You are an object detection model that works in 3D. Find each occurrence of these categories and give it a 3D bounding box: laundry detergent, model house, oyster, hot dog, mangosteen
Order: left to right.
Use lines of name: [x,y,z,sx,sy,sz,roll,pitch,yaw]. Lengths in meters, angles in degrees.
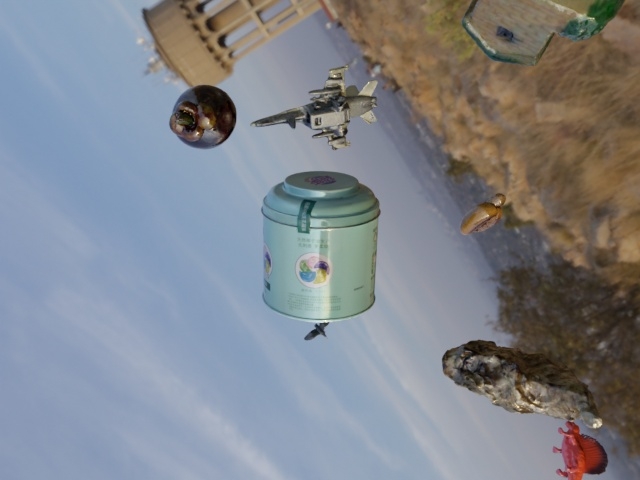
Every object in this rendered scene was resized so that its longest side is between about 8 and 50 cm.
mangosteen: [-0.227,-0.229,1.332,0.140,0.140,0.140,58,-172,-14]
laundry detergent: [0.000,0.000,1.722,0.287,0.288,0.305,-97,7,-70]
hot dog: [0.411,-0.065,1.798,0.090,0.140,0.060,-3,-115,-34]
oyster: [0.494,0.311,1.680,0.204,0.396,0.110,-34,-49,-43]
model house: [0.533,-0.605,1.632,0.335,0.382,0.342,32,168,4]

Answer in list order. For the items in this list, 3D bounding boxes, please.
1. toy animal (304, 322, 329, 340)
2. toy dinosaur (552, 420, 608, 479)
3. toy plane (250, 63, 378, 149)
toy animal: [0.001,0.226,1.756,0.050,0.084,0.028,41,176,12]
toy dinosaur: [0.725,0.629,1.951,0.070,0.139,0.285,105,171,-53]
toy plane: [-0.007,-0.250,1.423,0.088,0.262,0.192,-125,22,-44]
